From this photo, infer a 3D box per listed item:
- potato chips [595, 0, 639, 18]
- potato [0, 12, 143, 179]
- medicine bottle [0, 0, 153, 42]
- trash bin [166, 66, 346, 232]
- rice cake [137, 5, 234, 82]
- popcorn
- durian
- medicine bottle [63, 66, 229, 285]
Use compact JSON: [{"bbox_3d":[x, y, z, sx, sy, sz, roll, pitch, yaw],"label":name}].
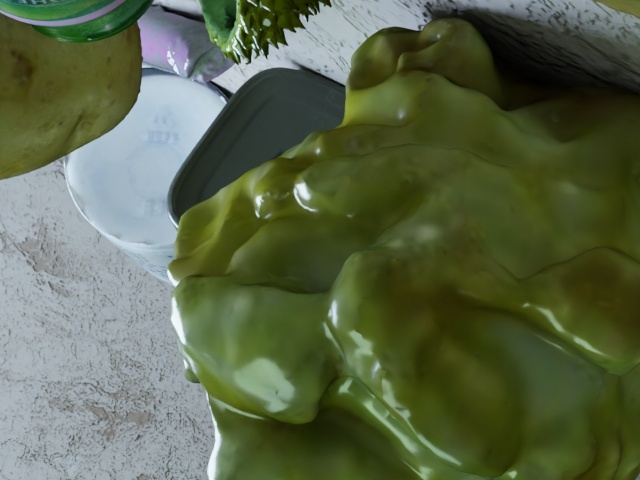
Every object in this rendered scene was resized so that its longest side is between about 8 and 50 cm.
[{"bbox_3d":[0.045,-0.126,0.505,0.407,0.080,0.057,19,178,25],"label":"potato chips"},{"bbox_3d":[-0.245,-0.166,0.946,0.285,0.242,0.242,54,-176,28],"label":"potato"},{"bbox_3d":[-0.159,-0.201,0.703,0.133,0.133,0.274,31,174,7],"label":"medicine bottle"},{"bbox_3d":[0.000,0.000,1.096,0.220,0.219,0.250,27,165,25],"label":"trash bin"},{"bbox_3d":[-0.156,-0.181,1.135,0.049,0.055,0.270,43,170,-37],"label":"rice cake"},{"bbox_3d":[0.071,0.041,0.714,0.312,0.312,0.312,31,173,4],"label":"popcorn"},{"bbox_3d":[-0.040,-0.158,0.735,0.100,0.086,0.215,48,171,-14],"label":"durian"},{"bbox_3d":[-0.151,-0.053,1.437,0.190,0.190,0.332,31,173,10],"label":"medicine bottle"}]
